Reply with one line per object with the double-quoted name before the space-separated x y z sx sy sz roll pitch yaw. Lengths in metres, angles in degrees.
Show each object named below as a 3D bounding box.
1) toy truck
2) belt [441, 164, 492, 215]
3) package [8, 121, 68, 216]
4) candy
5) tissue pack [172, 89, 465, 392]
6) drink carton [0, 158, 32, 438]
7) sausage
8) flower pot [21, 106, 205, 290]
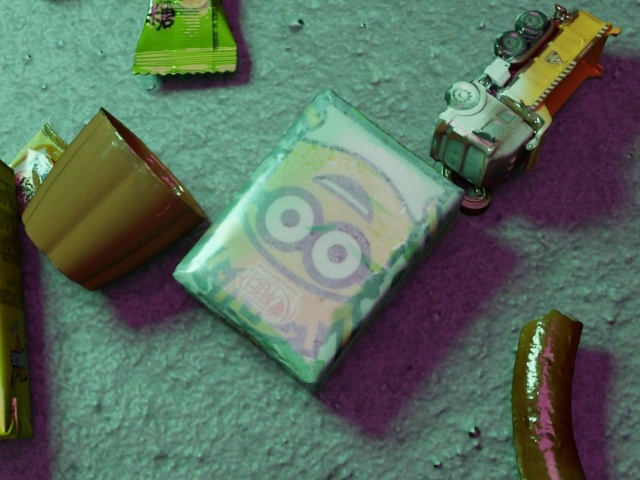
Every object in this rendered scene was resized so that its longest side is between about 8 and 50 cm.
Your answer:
"toy truck" 0.260 -0.185 1.513 0.135 0.114 0.270 37 66 17
"belt" 0.188 -0.072 1.537 0.059 0.036 0.083 -29 74 -6
"package" -0.364 -0.080 1.548 0.108 0.031 0.120 40 78 10
"candy" -0.177 -0.334 1.598 0.149 0.069 0.246 -2 73 3
"tissue pack" 0.000 0.000 1.474 0.228 0.128 0.311 38 80 10
"drink carton" -0.448 0.075 1.449 0.155 0.111 0.351 -8 78 4
"sausage" 0.283 0.236 1.430 0.103 0.076 0.302 -4 74 0
"flower pot" -0.265 -0.039 1.464 0.173 0.190 0.190 -44 78 0
